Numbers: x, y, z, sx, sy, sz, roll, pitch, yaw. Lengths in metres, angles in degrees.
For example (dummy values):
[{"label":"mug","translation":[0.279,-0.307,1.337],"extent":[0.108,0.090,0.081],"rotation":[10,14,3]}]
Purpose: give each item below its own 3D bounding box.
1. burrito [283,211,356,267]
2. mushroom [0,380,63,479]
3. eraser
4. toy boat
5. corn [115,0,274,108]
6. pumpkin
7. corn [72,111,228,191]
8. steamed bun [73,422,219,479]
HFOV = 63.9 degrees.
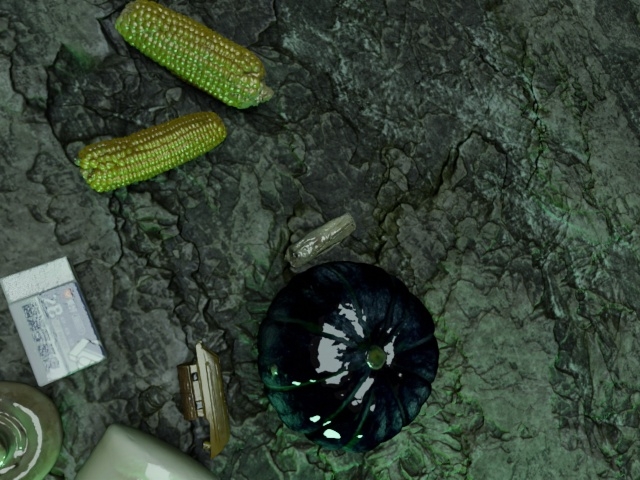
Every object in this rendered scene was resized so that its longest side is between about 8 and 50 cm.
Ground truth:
[{"label":"burrito","translation":[0.000,0.001,1.143],"extent":[0.188,0.045,0.058],"rotation":[-31,66,-17]},{"label":"mushroom","translation":[-0.541,0.336,0.844],"extent":[0.204,0.204,0.204],"rotation":[3,80,-16]},{"label":"eraser","translation":[-0.495,0.149,0.958],"extent":[0.124,0.068,0.210],"rotation":[-22,87,-18]},{"label":"toy boat","translation":[-0.231,0.312,1.013],"extent":[0.088,0.068,0.226],"rotation":[-8,86,-13]},{"label":"corn","translation":[-0.256,-0.391,1.087],"extent":[0.347,0.130,0.130],"rotation":[29,74,-9]},{"label":"pumpkin","translation":[0.054,0.216,1.010],"extent":[0.363,0.266,0.364],"rotation":[4,76,-18]},{"label":"corn","translation":[-0.331,-0.187,1.045],"extent":[0.312,0.102,0.102],"rotation":[-24,89,-19]},{"label":"steamed bun","translation":[-0.305,0.439,0.916],"extent":[0.241,0.164,0.146],"rotation":[33,72,-8]}]
